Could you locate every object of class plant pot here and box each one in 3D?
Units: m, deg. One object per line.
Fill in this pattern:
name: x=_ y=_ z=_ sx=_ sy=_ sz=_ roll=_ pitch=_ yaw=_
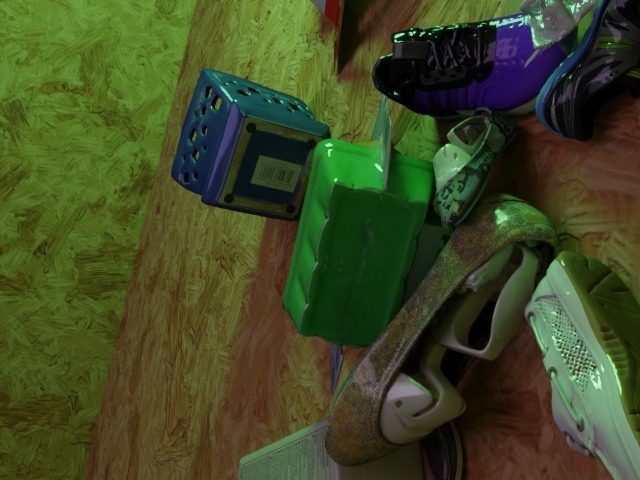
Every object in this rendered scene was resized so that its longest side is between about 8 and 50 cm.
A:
plant pot: x=-0.129 y=-0.170 z=1.290 sx=0.212 sy=0.235 sz=0.236 roll=45 pitch=119 yaw=53

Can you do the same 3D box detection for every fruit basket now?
fruit basket: x=0.063 y=-0.018 z=0.885 sx=0.353 sy=0.165 sz=0.327 roll=-63 pitch=-13 yaw=-72

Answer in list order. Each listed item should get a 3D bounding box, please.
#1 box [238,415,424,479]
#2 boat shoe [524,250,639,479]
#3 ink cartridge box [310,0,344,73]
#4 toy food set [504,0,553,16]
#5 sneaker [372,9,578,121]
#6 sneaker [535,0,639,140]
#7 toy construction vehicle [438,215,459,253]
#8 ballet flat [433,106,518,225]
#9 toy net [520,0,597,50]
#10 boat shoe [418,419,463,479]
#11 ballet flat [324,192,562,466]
box: x=0.001 y=0.336 z=0.889 sx=0.311 sy=0.121 sz=0.148 roll=-41 pitch=43 yaw=52
boat shoe: x=0.234 y=0.132 z=0.532 sx=0.277 sy=0.098 sz=0.096 roll=-93 pitch=28 yaw=-50
ink cartridge box: x=-0.001 y=-0.554 z=1.226 sx=0.308 sy=0.091 sz=0.385 roll=98 pitch=173 yaw=-62
toy food set: x=0.248 y=-0.290 z=0.784 sx=0.083 sy=0.020 sz=0.083 roll=-62 pitch=29 yaw=28
sneaker: x=0.157 y=-0.206 z=0.787 sx=0.293 sy=0.146 sz=0.102 roll=-2 pitch=77 yaw=65
sneaker: x=0.282 y=-0.176 z=0.627 sx=0.078 sy=0.067 sz=0.188 roll=50 pitch=124 yaw=34
toy construction vehicle: x=0.141 y=0.014 z=0.847 sx=0.086 sy=0.035 sz=0.098 roll=-51 pitch=35 yaw=44
ballet flat: x=0.156 y=-0.087 z=0.723 sx=0.070 sy=0.070 sz=0.188 roll=-49 pitch=1 yaw=46
toy net: x=0.244 y=-0.292 z=0.678 sx=0.122 sy=0.045 sz=0.232 roll=4 pitch=61 yaw=53
boat shoe: x=0.124 y=0.211 z=0.773 sx=0.056 sy=0.049 sz=0.152 roll=-52 pitch=35 yaw=43
ballet flat: x=0.125 y=0.113 z=0.688 sx=0.349 sy=0.123 sz=0.123 roll=-57 pitch=28 yaw=5
